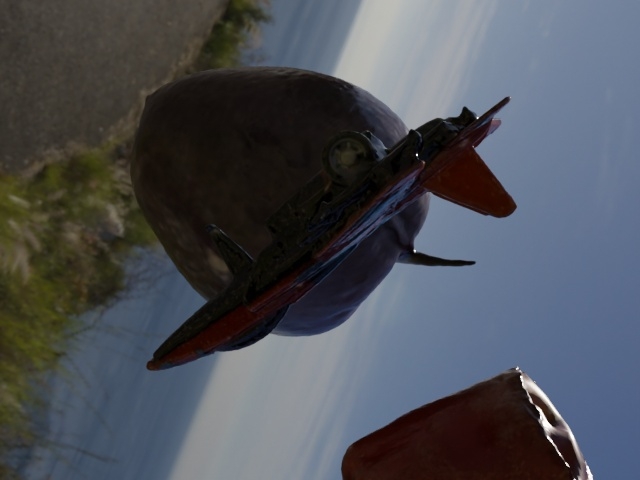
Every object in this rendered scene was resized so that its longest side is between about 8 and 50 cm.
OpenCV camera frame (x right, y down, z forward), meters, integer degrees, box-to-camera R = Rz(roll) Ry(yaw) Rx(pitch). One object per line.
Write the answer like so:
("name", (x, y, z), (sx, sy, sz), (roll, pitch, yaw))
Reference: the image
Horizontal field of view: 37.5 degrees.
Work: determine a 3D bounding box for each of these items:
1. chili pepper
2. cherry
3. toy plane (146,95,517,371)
("chili pepper", (0.054, 0.141, 0.513), (0.192, 0.084, 0.086), (-26, -175, -3))
("cherry", (-0.025, -0.027, 0.719), (0.213, 0.266, 0.183), (-56, 180, 45))
("toy plane", (-0.002, -0.003, 0.405), (0.189, 0.061, 0.130), (-27, 178, 7))
